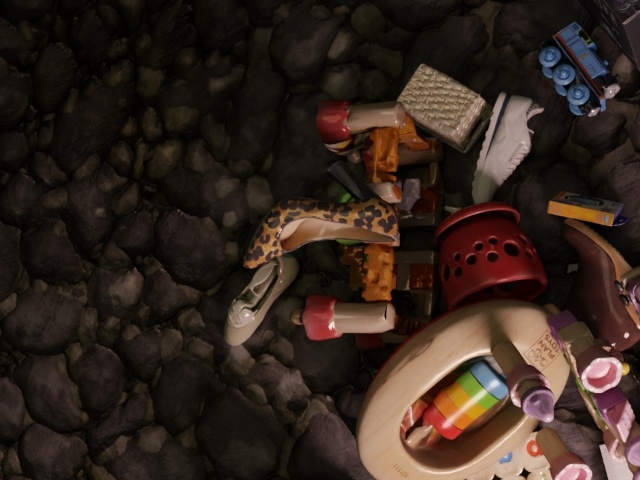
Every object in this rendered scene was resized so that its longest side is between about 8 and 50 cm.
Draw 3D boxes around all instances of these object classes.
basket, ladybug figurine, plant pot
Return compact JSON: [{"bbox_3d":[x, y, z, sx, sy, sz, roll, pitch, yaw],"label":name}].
[{"bbox_3d":[0.249,-0.269,1.800,0.167,0.103,0.113,36,95,28],"label":"basket"},{"bbox_3d":[0.252,0.261,1.614,0.449,0.305,0.162,-39,24,9],"label":"ladybug figurine"},{"bbox_3d":[0.308,0.035,1.667,0.191,0.191,0.174,-25,64,19],"label":"plant pot"}]

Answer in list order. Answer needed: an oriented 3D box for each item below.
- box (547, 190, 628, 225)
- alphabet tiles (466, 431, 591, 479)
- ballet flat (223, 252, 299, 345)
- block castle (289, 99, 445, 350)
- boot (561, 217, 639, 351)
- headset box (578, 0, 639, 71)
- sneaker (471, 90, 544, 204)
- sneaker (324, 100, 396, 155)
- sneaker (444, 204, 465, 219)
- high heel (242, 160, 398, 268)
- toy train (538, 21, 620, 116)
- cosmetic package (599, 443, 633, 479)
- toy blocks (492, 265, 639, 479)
[{"bbox_3d":[0.500,-0.059,1.648,0.136,0.081,0.028,12,112,28],"label":"box"},{"bbox_3d":[0.368,0.505,1.635,0.284,0.021,0.278,-19,73,22],"label":"alphabet tiles"},{"bbox_3d":[-0.145,0.123,1.927,0.086,0.086,0.248,41,99,26],"label":"ballet flat"},{"bbox_3d":[0.091,-0.023,1.718,0.212,0.303,0.454,-2,78,27],"label":"block castle"},{"bbox_3d":[0.476,0.104,1.623,0.207,0.090,0.248,-44,68,9],"label":"boot"},{"bbox_3d":[0.547,-0.471,1.615,0.131,0.246,0.283,-37,66,15],"label":"headset box"},{"bbox_3d":[0.361,-0.171,1.742,0.094,0.090,0.235,18,93,8],"label":"sneaker"},{"bbox_3d":[0.091,-0.242,1.882,0.185,0.084,0.070,-31,68,18],"label":"sneaker"},{"bbox_3d":[0.287,-0.047,1.783,0.083,0.031,0.035,19,110,25],"label":"sneaker"},{"bbox_3d":[0.000,0.000,1.532,0.261,0.093,0.186,-42,60,-1],"label":"high heel"},{"bbox_3d":[0.497,-0.326,1.707,0.105,0.080,0.184,-34,67,10],"label":"toy train"},{"bbox_3d":[0.612,0.375,1.520,0.239,0.060,0.099,-17,75,22],"label":"cosmetic package"},{"bbox_3d":[0.483,0.263,1.420,0.308,0.289,0.260,-29,27,3],"label":"toy blocks"}]
